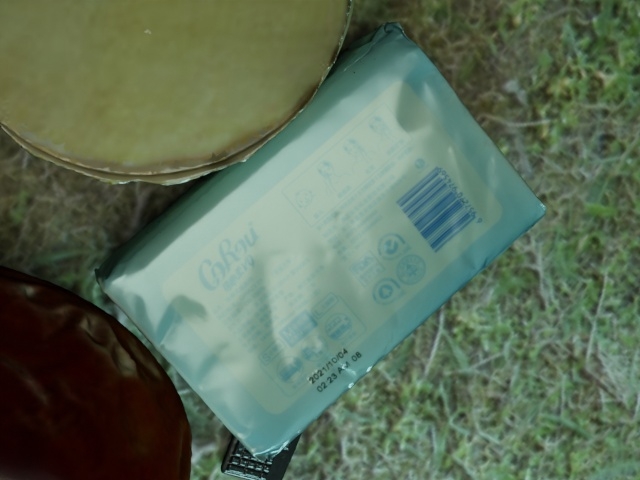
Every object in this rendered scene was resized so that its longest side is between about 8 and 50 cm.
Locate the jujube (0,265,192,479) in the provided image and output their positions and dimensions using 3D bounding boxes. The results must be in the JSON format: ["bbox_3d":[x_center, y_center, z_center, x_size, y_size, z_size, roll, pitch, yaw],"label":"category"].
[{"bbox_3d":[-0.232,0.115,0.756,0.318,0.223,0.223,29,95,-26],"label":"jujube"}]

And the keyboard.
[{"bbox_3d":[-0.025,0.109,0.933,0.053,0.010,0.155,17,99,-22],"label":"keyboard"}]

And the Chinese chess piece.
[{"bbox_3d":[-0.105,-0.161,0.752,0.257,0.104,0.257,-6,121,-10],"label":"Chinese chess piece"}]

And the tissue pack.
[{"bbox_3d":[0.000,0.000,0.864,0.263,0.089,0.177,-41,106,-3],"label":"tissue pack"}]
